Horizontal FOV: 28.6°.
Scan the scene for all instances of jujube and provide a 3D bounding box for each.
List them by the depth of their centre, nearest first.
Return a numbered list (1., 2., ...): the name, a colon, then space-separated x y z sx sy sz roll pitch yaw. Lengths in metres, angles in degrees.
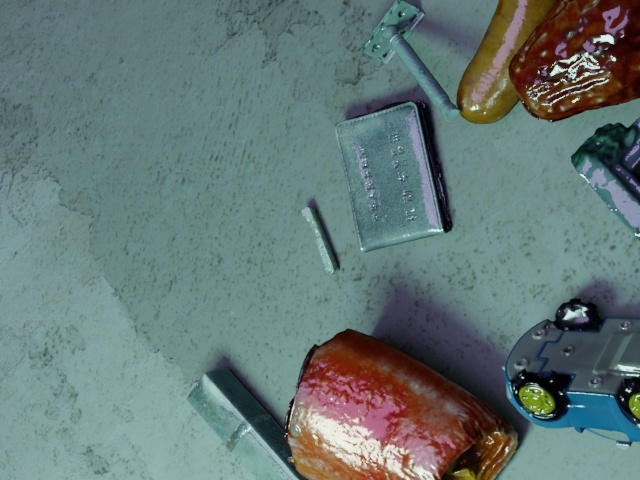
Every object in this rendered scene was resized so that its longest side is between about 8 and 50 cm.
1. jujube: 0.396 -0.272 1.705 0.290 0.197 0.197 -32 75 25

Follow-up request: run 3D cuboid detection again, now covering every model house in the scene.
1. model house: 0.556 -0.106 1.597 0.329 0.252 0.295 -45 69 19

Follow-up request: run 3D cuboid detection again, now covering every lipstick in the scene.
1. lipstick: -0.105 0.342 2.124 0.290 0.077 0.076 44 113 22

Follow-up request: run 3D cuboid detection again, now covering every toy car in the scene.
1. toy car: 0.409 0.199 1.742 0.314 0.198 0.166 0 123 35

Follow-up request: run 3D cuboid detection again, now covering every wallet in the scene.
1. wallet: 0.111 -0.103 1.991 0.167 0.036 0.222 -13 86 32

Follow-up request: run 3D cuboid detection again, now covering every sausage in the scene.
1. sausage: 0.282 -0.294 1.838 0.109 0.109 0.270 31 107 28

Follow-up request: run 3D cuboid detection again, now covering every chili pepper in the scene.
1. chili pepper: 0.110 0.302 1.902 0.305 0.229 0.251 30 91 29

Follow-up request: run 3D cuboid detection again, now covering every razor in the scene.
1. razor: 0.149 -0.261 1.901 0.106 0.068 0.232 -52 45 23

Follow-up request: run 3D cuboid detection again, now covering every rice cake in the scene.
1. rice cake: 0.000 0.000 2.074 0.022 0.022 0.121 -29 77 28
